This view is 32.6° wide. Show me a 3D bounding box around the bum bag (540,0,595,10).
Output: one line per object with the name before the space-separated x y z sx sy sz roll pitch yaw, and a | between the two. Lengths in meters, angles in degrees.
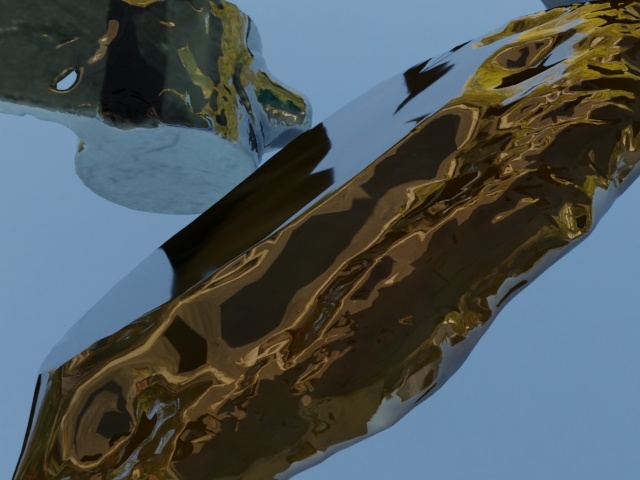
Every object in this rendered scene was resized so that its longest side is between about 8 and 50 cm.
bum bag | 0.176 -0.251 0.644 0.069 0.102 0.248 28 -79 49

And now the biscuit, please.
biscuit | 0.000 0.000 0.488 0.329 0.335 0.078 -38 -79 3

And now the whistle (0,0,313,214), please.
whistle | -0.204 -0.161 1.081 0.188 0.404 0.168 -25 -125 40
